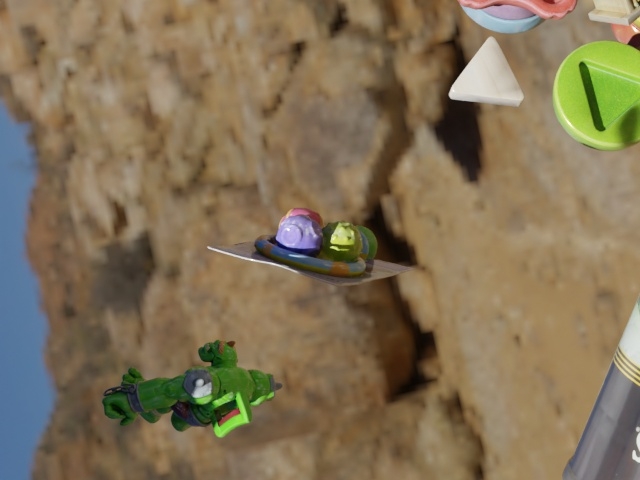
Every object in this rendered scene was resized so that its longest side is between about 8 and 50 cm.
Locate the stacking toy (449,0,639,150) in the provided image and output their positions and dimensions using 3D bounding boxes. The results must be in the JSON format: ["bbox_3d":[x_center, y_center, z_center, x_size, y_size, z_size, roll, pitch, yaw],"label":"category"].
[{"bbox_3d":[0.290,-0.236,2.266,0.130,0.309,0.280,105,-179,-72],"label":"stacking toy"}]

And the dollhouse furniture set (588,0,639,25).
[{"bbox_3d":[0.340,-0.321,1.952,0.161,0.101,0.182,18,139,50],"label":"dollhouse furniture set"}]

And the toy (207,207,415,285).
[{"bbox_3d":[0.000,0.000,1.893,0.237,0.137,0.056,2,-78,-70],"label":"toy"}]

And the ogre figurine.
[{"bbox_3d":[-0.123,0.162,2.000,0.197,0.118,0.097,33,-131,-44],"label":"ogre figurine"}]

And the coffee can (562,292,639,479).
[{"bbox_3d":[0.343,0.111,1.579,0.201,0.201,0.275,-110,39,-74],"label":"coffee can"}]
